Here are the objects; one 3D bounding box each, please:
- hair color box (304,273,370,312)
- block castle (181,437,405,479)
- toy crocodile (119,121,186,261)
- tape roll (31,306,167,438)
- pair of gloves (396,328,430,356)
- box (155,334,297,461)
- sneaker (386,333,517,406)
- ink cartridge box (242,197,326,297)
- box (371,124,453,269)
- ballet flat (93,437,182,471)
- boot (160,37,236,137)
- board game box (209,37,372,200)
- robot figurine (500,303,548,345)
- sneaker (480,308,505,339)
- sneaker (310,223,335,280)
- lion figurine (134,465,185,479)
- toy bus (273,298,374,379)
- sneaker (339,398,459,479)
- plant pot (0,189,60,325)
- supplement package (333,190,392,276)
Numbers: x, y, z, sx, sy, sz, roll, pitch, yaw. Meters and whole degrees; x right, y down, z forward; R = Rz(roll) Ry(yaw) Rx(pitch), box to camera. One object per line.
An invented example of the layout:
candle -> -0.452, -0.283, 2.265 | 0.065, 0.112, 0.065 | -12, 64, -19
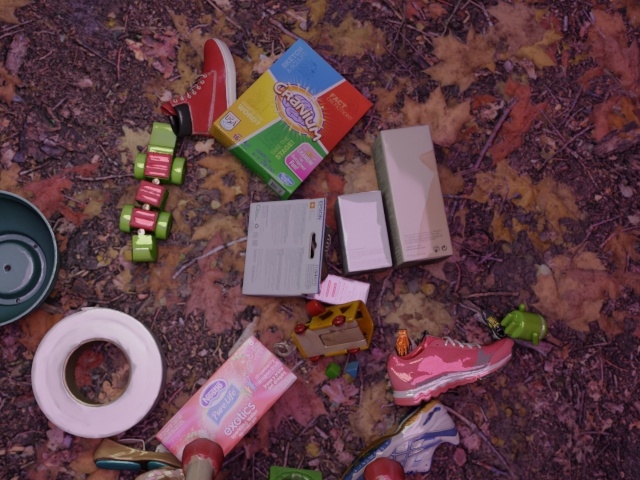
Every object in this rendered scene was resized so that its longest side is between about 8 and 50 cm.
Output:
hair color box -> 0.039, 0.120, 1.957 | 0.141, 0.043, 0.072 | 14, 79, -2
block castle -> -0.066, 0.573, 1.688 | 0.453, 0.213, 0.303 | 7, 109, -5
toy crocodile -> -0.386, -0.112, 1.933 | 0.115, 0.105, 0.340 | 12, 80, -2
tape roll -> -0.488, 0.292, 1.863 | 0.286, 0.100, 0.286 | 1, 81, -4
pair of gloves -> 0.220, 0.245, 1.967 | 0.083, 0.010, 0.074 | 4, 80, -4
box -> -0.203, 0.364, 1.845 | 0.142, 0.154, 0.300 | 43, 81, 3
sneaker -> 0.297, 0.267, 1.909 | 0.314, 0.116, 0.136 | -21, 89, -7
ink cartridge box -> -0.073, 0.018, 1.903 | 0.224, 0.045, 0.223 | -2, 79, 36
box -> 0.211, -0.099, 1.955 | 0.121, 0.148, 0.311 | -8, 83, -6
ballet flat -> -0.383, 0.478, 1.857 | 0.232, 0.080, 0.073 | 11, 50, -5
boot -> -0.292, -0.361, 1.959 | 0.176, 0.088, 0.244 | -2, 82, -30
board game box -> -0.066, -0.286, 1.963 | 0.242, 0.064, 0.316 | 42, 69, -3
robot figurine -> 0.480, 0.200, 1.956 | 0.115, 0.067, 0.101 | 12, 37, -25
sneaker -> 0.411, 0.196, 1.976 | 0.031, 0.035, 0.083 | -38, 85, -10
sneaker -> 0.000, 0.000, 1.948 | 0.086, 0.064, 0.192 | -12, 63, -22
lion figurine -> -0.382, 0.675, 1.795 | 0.240, 0.142, 0.392 | -4, 103, -10
toy bus -> 0.021, 0.202, 1.911 | 0.202, 0.191, 0.104 | 25, 37, -1
sneaker -> 0.183, 0.489, 1.876 | 0.296, 0.112, 0.131 | -37, 90, -6
plant pot -> -0.705, 0.051, 1.837 | 0.293, 0.196, 0.293 | 1, 81, -5
supplement package -> 0.097, -0.015, 1.952 | 0.105, 0.105, 0.179 | -8, 82, -5
